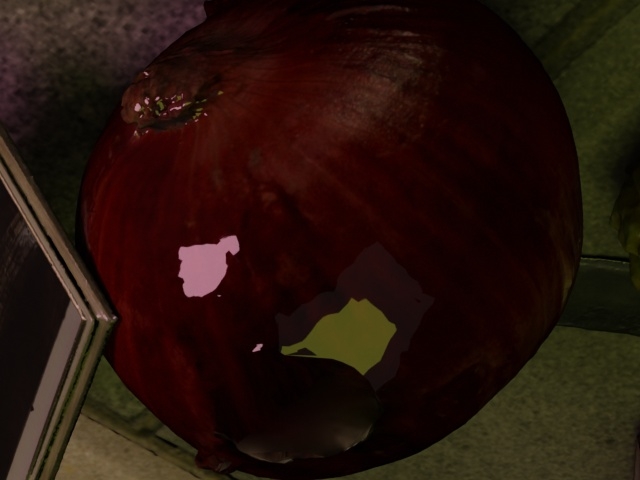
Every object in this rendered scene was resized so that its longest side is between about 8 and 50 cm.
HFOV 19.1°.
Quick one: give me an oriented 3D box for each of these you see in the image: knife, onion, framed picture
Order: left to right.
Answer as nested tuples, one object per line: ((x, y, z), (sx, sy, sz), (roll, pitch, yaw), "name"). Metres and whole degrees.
((-0.230, 0.052, 1.310), (0.018, 0.231, 0.293), (-16, 149, -33), "framed picture")
((0.000, 0.006, 1.239), (0.341, 0.341, 0.341), (0, 130, -1), "onion")
((0.243, 0.047, 1.459), (0.245, 0.019, 0.072), (7, 129, -4), "knife")

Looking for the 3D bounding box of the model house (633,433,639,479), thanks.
((0.366, 0.279, 1.561), (0.206, 0.178, 0.271), (-3, 127, 0), "model house")

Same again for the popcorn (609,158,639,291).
((0.303, -0.007, 1.328), (0.185, 0.167, 0.187), (-18, 169, -16), "popcorn")
